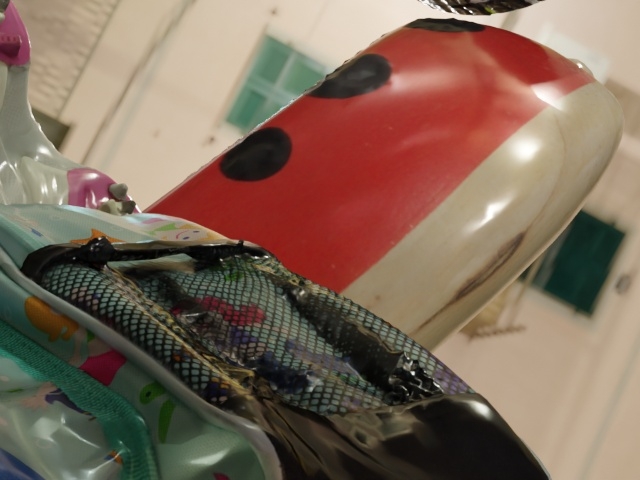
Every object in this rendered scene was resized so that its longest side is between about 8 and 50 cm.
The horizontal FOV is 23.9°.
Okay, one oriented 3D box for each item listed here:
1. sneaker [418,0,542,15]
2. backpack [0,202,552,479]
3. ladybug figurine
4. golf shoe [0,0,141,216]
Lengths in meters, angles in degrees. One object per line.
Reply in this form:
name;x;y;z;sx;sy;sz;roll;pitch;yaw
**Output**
sneaker;0.172;-0.274;1.082;0.300;0.111;0.121;-35;-132;27
backpack;-0.083;0.100;0.433;0.253;0.191;0.225;35;-68;52
ladybug figurine;0.000;0.000;0.935;0.449;0.162;0.305;-38;-175;-25
golf shoe;-0.157;0.004;0.651;0.140;0.306;0.115;-31;175;37
